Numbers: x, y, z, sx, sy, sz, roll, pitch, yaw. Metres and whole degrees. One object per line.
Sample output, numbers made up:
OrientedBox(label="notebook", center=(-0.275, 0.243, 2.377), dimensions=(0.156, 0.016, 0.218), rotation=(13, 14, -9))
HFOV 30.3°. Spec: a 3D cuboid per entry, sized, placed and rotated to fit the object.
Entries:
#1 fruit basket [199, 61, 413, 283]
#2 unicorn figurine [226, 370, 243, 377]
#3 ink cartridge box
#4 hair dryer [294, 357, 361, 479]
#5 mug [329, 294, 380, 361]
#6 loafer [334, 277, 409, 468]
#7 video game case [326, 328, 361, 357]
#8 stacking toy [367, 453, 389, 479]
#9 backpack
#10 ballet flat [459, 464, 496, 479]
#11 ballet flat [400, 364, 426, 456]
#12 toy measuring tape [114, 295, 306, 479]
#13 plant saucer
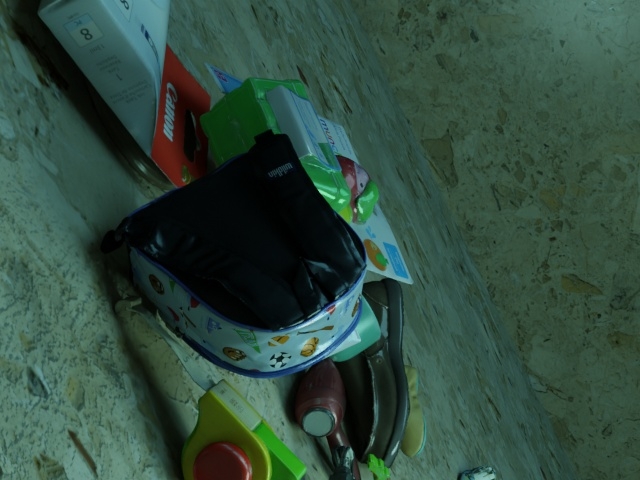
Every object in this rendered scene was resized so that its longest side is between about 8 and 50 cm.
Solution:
OrientedBox(label="fruit basket", center=(-0.003, -0.104, 1.772), dimensions=(0.353, 0.165, 0.327), rotation=(14, 45, -47))
OrientedBox(label="unicorn figurine", center=(-0.128, 0.107, 1.623), dimensions=(0.162, 0.060, 0.111), rotation=(70, 15, 9))
OrientedBox(label="ink cartridge box", center=(-0.223, -0.263, 1.619), dimensions=(0.385, 0.091, 0.308), rotation=(54, 21, -37))
OrientedBox(label="hair dryer", center=(0.012, 0.310, 1.842), dimensions=(0.224, 0.080, 0.294), rotation=(73, 9, -60))
OrientedBox(label="mug", center=(0.017, 0.126, 1.973), dimensions=(0.158, 0.097, 0.129), rotation=(58, -16, -1))
OrientedBox(label="loafer", center=(0.078, 0.236, 2.078), dimensions=(0.134, 0.130, 0.366), rotation=(104, -13, -55))
OrientedBox(label="video game case", center=(-0.023, 0.114, 1.870), dimensions=(0.143, 0.019, 0.157), rotation=(-22, 88, -30))
OrientedBox(label="stacking toy", center=(0.120, 0.482, 1.937), dimensions=(0.167, 0.052, 0.221), rotation=(-95, 160, -52))
OrientedBox(label="backpack", center=(-0.079, 0.042, 1.432), dimensions=(0.263, 0.276, 0.213), rotation=(38, -29, 34))
OrientedBox(label="ballet flat", center=(0.356, 0.535, 2.637), dimensions=(0.070, 0.070, 0.188), rotation=(69, 16, 5))
OrientedBox(label="ballet flat", center=(0.152, 0.322, 2.277), dimensions=(0.073, 0.080, 0.232), rotation=(30, 27, -19))
OrientedBox(label="toy measuring tape", center=(-0.149, 0.216, 1.396), dimensions=(0.330, 0.121, 0.121), rotation=(45, 15, 4))
OrientedBox(label="plant saucer", center=(-0.252, -0.205, 1.685), dimensions=(0.278, 0.041, 0.278), rotation=(58, 18, -32))
